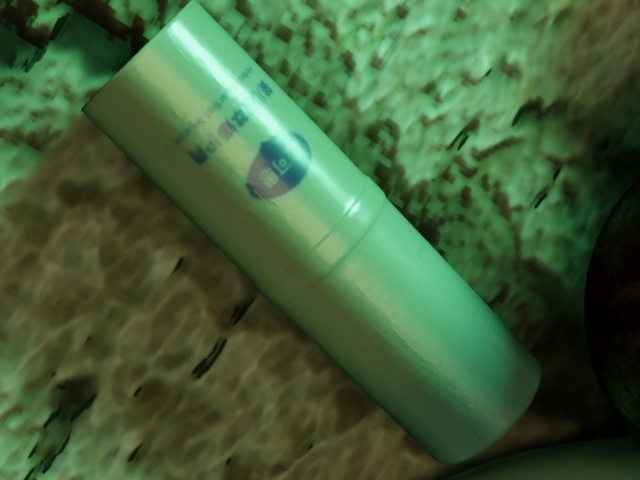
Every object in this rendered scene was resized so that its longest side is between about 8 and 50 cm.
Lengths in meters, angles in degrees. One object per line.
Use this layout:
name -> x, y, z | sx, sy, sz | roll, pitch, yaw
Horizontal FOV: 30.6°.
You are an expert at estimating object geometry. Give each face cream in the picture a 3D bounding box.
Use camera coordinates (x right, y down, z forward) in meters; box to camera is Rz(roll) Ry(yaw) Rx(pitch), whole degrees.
face cream -> 0.000, 0.000, 0.569 | 0.077, 0.077, 0.250 | -46, 103, -3

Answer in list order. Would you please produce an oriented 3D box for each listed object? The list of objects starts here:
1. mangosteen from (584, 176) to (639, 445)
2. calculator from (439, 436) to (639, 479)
mangosteen -> 0.238, -0.006, 0.565 | 0.231, 0.231, 0.289 | 3, 63, -12
calculator -> 0.156, 0.201, 0.645 | 0.298, 0.041, 0.185 | -1, 98, -12
